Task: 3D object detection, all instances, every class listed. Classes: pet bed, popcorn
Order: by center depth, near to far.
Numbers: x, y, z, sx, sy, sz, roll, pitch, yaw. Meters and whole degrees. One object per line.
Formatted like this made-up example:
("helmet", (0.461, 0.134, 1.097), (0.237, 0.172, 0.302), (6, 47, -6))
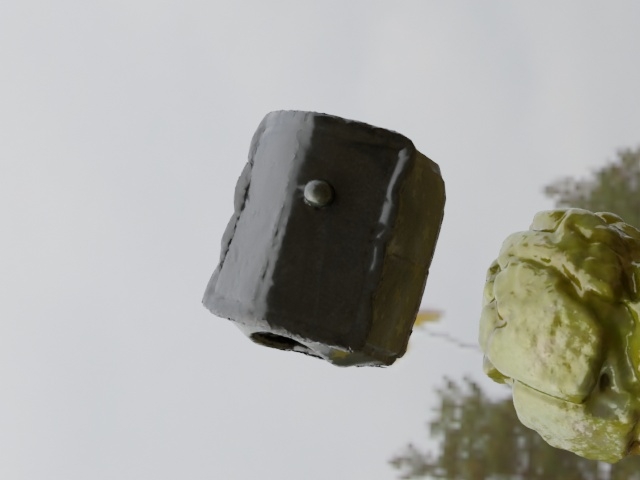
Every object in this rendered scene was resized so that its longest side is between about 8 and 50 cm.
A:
("popcorn", (0.132, 0.043, 0.739), (0.116, 0.106, 0.121), (-9, -90, -29))
("pet bed", (0.000, 0.000, 1.448), (0.159, 0.183, 0.211), (25, -100, -56))
